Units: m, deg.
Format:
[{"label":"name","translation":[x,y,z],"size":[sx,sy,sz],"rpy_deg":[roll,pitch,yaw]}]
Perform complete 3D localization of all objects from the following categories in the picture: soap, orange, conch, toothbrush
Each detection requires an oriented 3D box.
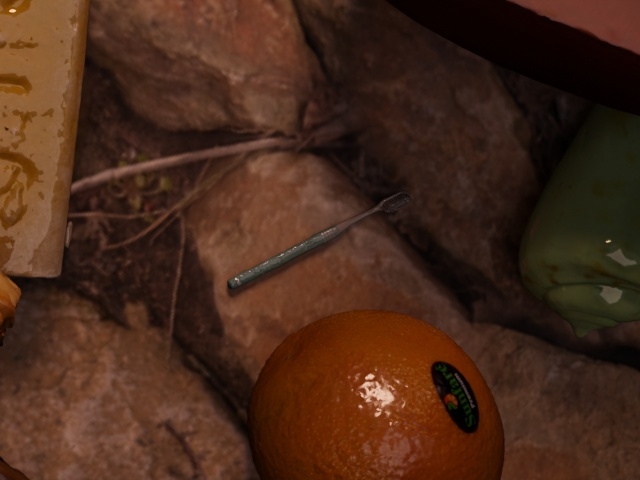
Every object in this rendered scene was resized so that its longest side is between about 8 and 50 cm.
[{"label":"soap","translation":[-0.250,-0.118,0.909],"size":[0.174,0.089,0.274],"rpy_deg":[4,102,-15]},{"label":"orange","translation":[0.045,0.151,1.010],"size":[0.206,0.206,0.206],"rpy_deg":[-4,105,-16]},{"label":"conch","translation":[0.263,-0.035,1.085],"size":[0.143,0.137,0.250],"rpy_deg":[29,73,5]},{"label":"toothbrush","translation":[0.000,0.000,1.054],"size":[0.167,0.014,0.011],"rpy_deg":[-27,118,-9]}]

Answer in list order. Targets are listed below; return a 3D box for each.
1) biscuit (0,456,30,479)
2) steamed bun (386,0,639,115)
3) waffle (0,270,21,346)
[{"label":"biscuit","translation":[-0.376,0.284,0.995],"size":[0.359,0.046,0.359],"rpy_deg":[-4,104,-17]},{"label":"steamed bun","translation":[0.202,-0.225,0.936],"size":[0.379,0.248,0.235],"rpy_deg":[20,93,-5]},{"label":"waffle","translation":[-0.382,0.026,0.841],"size":[0.328,0.098,0.224],"rpy_deg":[35,122,-14]}]
